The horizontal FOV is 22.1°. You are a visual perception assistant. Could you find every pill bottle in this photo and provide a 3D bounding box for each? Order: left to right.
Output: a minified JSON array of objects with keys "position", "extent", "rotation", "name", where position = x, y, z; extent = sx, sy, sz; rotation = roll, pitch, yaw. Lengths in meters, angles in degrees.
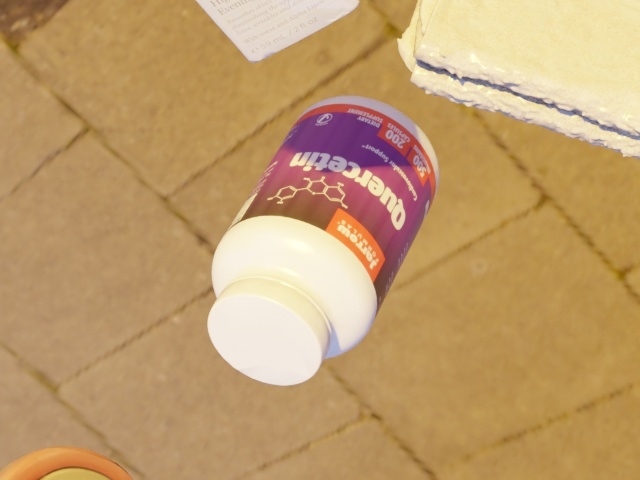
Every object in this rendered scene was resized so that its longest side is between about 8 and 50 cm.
[{"position":[0.000,0.000,1.749],"extent":[0.181,0.323,0.181],"rotation":[14,134,15],"name":"pill bottle"}]

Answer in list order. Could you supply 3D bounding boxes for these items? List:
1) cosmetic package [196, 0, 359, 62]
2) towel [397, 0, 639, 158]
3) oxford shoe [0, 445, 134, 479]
[{"position":[-0.074,-0.262,1.340],"extent":[0.117,0.085,0.231],"rotation":[-27,137,18],"name":"cosmetic package"},{"position":[0.199,-0.132,1.031],"extent":[0.282,0.187,0.049],"rotation":[19,147,0],"name":"towel"},{"position":[-0.182,0.235,0.644],"extent":[0.123,0.348,0.130],"rotation":[33,167,-34],"name":"oxford shoe"}]
